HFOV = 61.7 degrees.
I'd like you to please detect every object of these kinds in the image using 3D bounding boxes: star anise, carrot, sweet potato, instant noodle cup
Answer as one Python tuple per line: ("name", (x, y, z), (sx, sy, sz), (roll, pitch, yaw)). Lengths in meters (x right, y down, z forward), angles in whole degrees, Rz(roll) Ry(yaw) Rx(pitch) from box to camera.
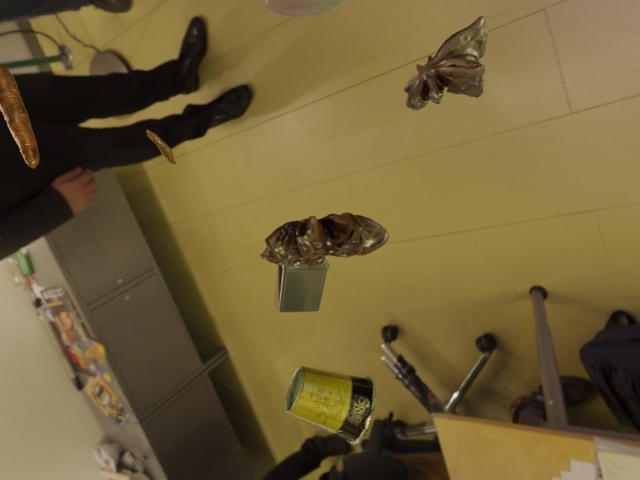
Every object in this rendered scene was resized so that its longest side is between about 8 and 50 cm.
("star anise", (0.006, 0.003, 1.259), (0.315, 0.315, 0.109), (-24, 72, 42))
("carrot", (-0.425, -0.174, 0.747), (0.035, 0.035, 0.165), (-34, 79, 43))
("sweet potato", (-0.378, -0.225, 1.273), (0.026, 0.026, 0.115), (8, 148, 34))
("star anise", (0.279, -0.366, 1.177), (0.110, 0.199, 0.257), (34, 159, -20))
("instant noodle cup", (0.025, 0.491, 1.642), (0.235, 0.216, 0.216), (19, 131, -12))

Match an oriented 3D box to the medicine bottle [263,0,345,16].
("medicine bottle", (-0.052, -0.726, 1.266), (0.211, 0.212, 0.326), (-5, 95, 39))

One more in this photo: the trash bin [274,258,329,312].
("trash bin", (-0.069, 0.135, 1.913), (0.101, 0.176, 0.237), (-136, 50, -59))
